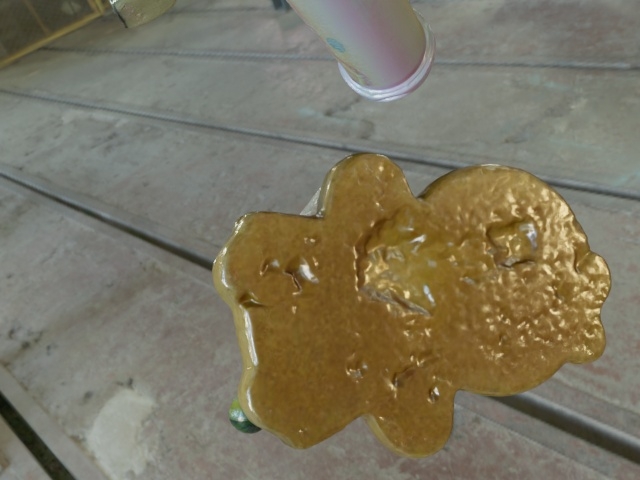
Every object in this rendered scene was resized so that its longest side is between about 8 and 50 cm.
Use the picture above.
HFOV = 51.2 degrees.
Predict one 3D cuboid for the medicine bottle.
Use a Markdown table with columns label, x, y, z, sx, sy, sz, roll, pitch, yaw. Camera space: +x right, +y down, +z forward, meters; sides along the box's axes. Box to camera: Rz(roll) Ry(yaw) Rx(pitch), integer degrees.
| label | x | y | z | sx | sy | sz | roll | pitch | yaw |
| --- | --- | --- | --- | --- | --- | --- | --- | --- | --- |
| medicine bottle | 0.000 | -0.233 | 0.535 | 0.108 | 0.426 | 0.108 | -3 | 81 | 20 |

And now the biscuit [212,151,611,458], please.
| label | x | y | z | sx | sy | sz | roll | pitch | yaw |
| --- | --- | --- | --- | --- | --- | --- | --- | --- | --- |
| biscuit | 0.064 | 0.033 | 0.406 | 0.248 | 0.184 | 0.035 | -14 | 1 | -15 |

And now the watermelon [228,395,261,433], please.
| label | x | y | z | sx | sy | sz | roll | pitch | yaw |
| --- | --- | --- | --- | --- | --- | --- | --- | --- | --- |
| watermelon | -0.152 | 0.395 | 1.517 | 0.105 | 0.106 | 0.062 | -31 | 27 | -15 |

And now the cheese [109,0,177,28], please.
| label | x | y | z | sx | sy | sz | roll | pitch | yaw |
| --- | --- | --- | --- | --- | --- | --- | --- | --- | --- |
| cheese | -0.269 | -0.433 | 1.168 | 0.192 | 0.097 | 0.037 | -23 | 76 | -3 |

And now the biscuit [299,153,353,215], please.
| label | x | y | z | sx | sy | sz | roll | pitch | yaw |
| --- | --- | --- | --- | --- | --- | --- | --- | --- | --- |
| biscuit | 0.000 | 0.000 | 1.445 | 0.426 | 0.144 | 0.079 | -48 | 14 | 40 |
